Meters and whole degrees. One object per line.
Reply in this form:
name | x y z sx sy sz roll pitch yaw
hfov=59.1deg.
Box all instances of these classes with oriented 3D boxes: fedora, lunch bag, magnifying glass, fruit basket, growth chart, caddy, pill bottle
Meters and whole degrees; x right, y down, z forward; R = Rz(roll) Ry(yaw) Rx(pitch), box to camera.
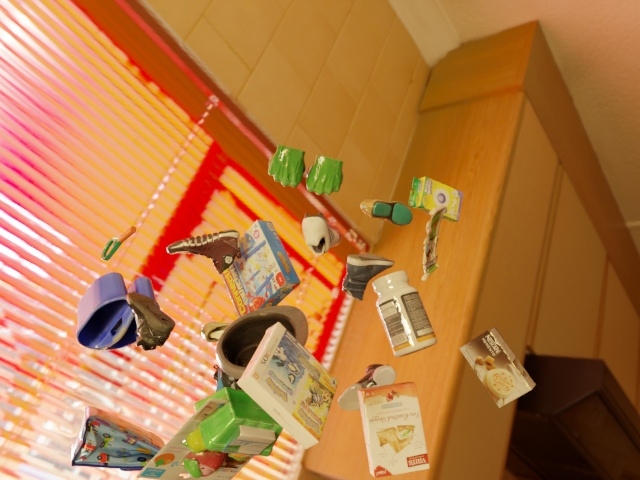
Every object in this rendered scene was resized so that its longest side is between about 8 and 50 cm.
fedora | -0.153 0.313 1.606 0.276 0.243 0.124 -18 -49 -2
lunch bag | -0.569 0.602 1.677 0.293 0.138 0.221 20 -14 -19
magnifying glass | -0.749 0.007 2.090 0.026 0.092 0.231 31 -45 -31
fruit basket | -0.279 0.580 1.582 0.327 0.353 0.165 27 17 -42
growth chart | 0.333 0.004 1.671 0.021 0.172 0.237 14 -64 23
caddy | -0.726 0.270 2.019 0.241 0.179 0.341 14 -49 -42
pill bottle | 0.290 0.258 1.994 0.162 0.278 0.162 -17 -16 -5

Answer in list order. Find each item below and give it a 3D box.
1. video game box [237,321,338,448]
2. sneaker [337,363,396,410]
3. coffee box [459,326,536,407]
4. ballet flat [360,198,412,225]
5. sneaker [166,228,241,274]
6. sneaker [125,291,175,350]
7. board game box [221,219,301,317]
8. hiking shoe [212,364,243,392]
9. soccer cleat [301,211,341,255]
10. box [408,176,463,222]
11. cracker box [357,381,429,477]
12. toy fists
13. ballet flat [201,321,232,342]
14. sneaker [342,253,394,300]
video game box | -0.061 0.302 1.200 0.048 0.187 0.205 -37 -77 31
sneaker | 0.190 0.602 2.338 0.101 0.269 0.153 56 0 0
coffee box | 0.638 0.453 2.037 0.141 0.246 0.098 -39 -19 23
ballet flat | 0.220 -0.102 1.884 0.073 0.080 0.232 18 3 43
sneaker | -0.436 0.060 2.162 0.282 0.162 0.106 -12 8 -6
sneaker | -0.541 0.252 1.725 0.228 0.130 0.087 34 13 32
board game box | -0.256 0.129 2.271 0.086 0.308 0.302 7 -43 -48
hiking shoe | -0.315 0.597 2.021 0.132 0.303 0.113 -6 -8 31
soccer cleat | 0.000 0.000 2.166 0.116 0.143 0.331 -3 -15 16
box | 0.367 -0.133 1.800 0.179 0.105 0.043 17 -15 -20
cracker box | 0.200 0.518 1.558 0.156 0.232 0.067 -7 -10 -8
toy fists | -0.054 -0.252 2.082 0.279 0.142 0.096 14 4 -11
ballet flat | -0.277 0.315 1.915 0.249 0.086 0.086 0 -24 -16
sneaker | 0.169 0.134 2.055 0.226 0.163 0.086 1 14 -40
